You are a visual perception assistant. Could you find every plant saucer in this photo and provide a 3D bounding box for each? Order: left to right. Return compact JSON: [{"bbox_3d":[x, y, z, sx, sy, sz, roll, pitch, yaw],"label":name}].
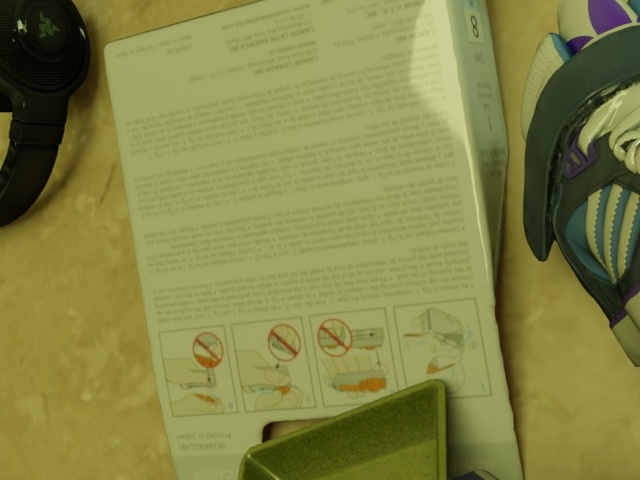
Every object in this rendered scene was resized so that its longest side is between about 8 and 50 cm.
[{"bbox_3d":[0.019,0.209,0.771,0.188,0.045,0.188,-25,39,28],"label":"plant saucer"}]

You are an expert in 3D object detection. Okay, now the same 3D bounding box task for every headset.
[{"bbox_3d":[-0.308,-0.206,1.066,0.243,0.185,0.394,22,106,35],"label":"headset"}]

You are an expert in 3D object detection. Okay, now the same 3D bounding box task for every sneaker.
[{"bbox_3d":[0.189,-0.065,0.627,0.130,0.323,0.236,-21,75,-2],"label":"sneaker"}]

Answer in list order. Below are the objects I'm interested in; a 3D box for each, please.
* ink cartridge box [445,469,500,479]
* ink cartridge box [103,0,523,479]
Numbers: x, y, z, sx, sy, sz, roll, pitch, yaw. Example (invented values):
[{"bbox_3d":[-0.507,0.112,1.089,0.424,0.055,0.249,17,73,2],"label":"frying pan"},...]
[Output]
[{"bbox_3d":[0.158,0.312,0.522,0.324,0.072,0.330,-162,57,-70],"label":"ink cartridge box"},{"bbox_3d":[0.000,0.000,0.874,0.308,0.091,0.384,-8,93,28],"label":"ink cartridge box"}]
